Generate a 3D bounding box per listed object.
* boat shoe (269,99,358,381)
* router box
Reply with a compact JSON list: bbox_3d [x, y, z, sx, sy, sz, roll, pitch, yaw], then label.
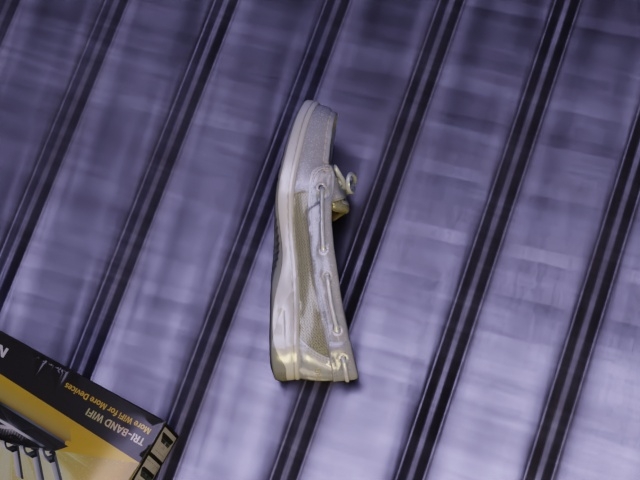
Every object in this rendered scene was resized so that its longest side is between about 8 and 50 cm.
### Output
[{"bbox_3d":[0.000,0.001,1.878,0.103,0.118,0.320,3,76,2],"label":"boat shoe"},{"bbox_3d":[-0.352,0.243,1.854,0.309,0.081,0.243,26,77,15],"label":"router box"}]
